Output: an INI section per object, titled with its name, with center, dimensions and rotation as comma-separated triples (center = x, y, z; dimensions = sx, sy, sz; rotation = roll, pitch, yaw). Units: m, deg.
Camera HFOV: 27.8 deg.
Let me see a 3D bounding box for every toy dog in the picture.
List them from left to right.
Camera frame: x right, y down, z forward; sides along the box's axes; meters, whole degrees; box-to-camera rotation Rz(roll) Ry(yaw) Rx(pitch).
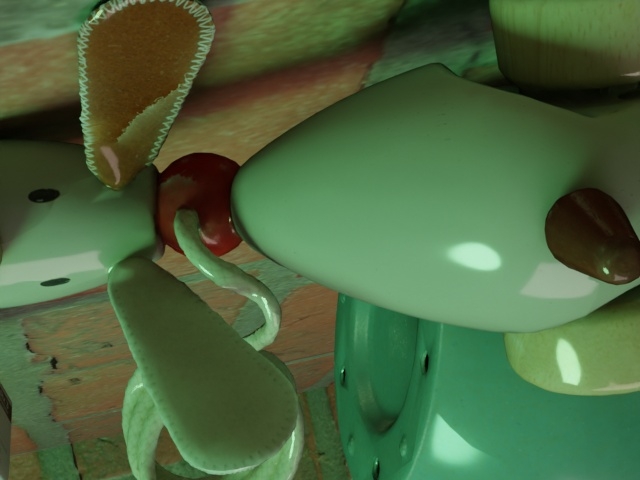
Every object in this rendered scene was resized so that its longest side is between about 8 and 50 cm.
[toy dog]
center = 0.000, 0.000, 0.477
dimensions = 0.334, 0.220, 0.161
rotation = -26, -172, 17

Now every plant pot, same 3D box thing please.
[plant pot]
center = 0.141, 0.051, 0.685
dimensions = 0.235, 0.293, 0.293
rotation = 5, 165, -15

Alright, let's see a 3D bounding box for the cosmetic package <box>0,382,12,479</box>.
[cosmetic package]
center = -0.334, 0.128, 0.856
dimensions = 0.231, 0.085, 0.117
rotation = -14, 133, 4
